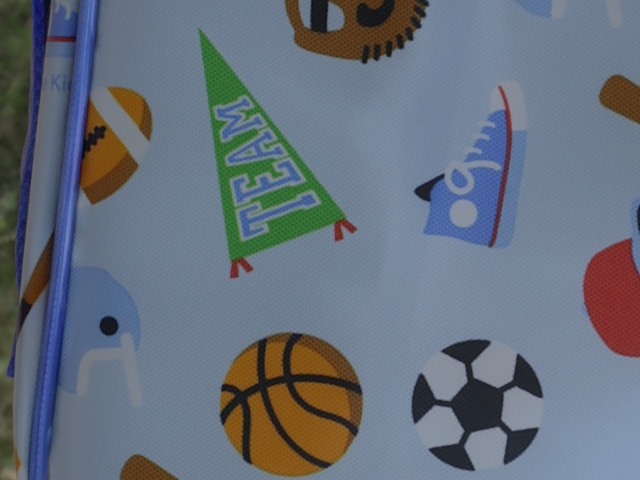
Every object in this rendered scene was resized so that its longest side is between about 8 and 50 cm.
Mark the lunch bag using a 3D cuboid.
[{"bbox_3d":[0.025,-0.031,0.515,0.115,0.243,0.303,177,-81,-88],"label":"lunch bag"}]
